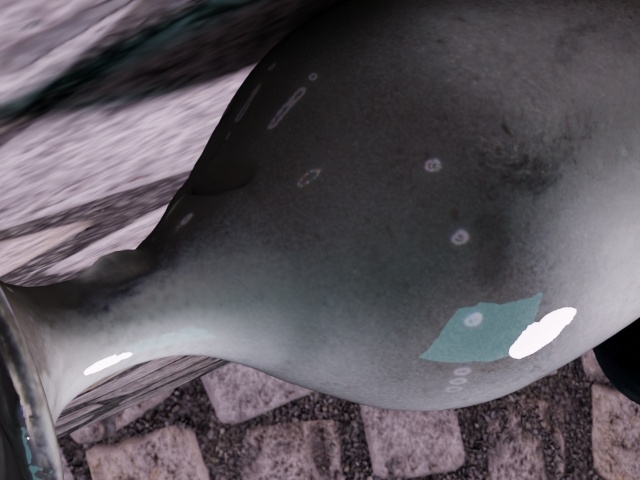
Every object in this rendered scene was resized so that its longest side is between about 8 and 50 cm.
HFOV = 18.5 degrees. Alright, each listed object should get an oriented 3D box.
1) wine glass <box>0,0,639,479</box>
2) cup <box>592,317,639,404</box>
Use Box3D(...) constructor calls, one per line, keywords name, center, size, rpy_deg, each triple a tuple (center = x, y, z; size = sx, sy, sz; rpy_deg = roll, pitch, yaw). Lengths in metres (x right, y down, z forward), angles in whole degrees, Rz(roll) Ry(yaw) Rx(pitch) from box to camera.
Box3D(name="wine glass", center=(0.000, 0.000, 0.550), size=(0.241, 0.126, 0.126), rpy_deg=(-20, 174, -27))
Box3D(name="cup", center=(0.305, 0.029, 1.006), size=(0.242, 0.292, 0.308), rpy_deg=(-3, -154, -15))
